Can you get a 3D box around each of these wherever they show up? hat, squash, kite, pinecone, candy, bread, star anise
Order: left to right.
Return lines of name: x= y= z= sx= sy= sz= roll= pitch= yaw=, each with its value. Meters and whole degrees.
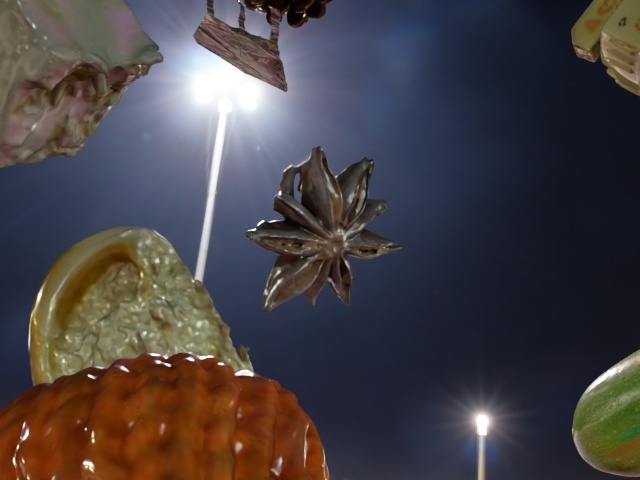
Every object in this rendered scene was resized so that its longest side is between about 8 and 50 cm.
candy: x=-0.278 y=-0.195 z=0.715 sx=0.185 sy=0.195 sz=0.137 roll=-39 pitch=-12 yaw=33
hat: x=-0.100 y=0.289 z=0.446 sx=0.285 sy=0.400 sz=0.285 roll=-10 pitch=-39 yaw=-8
bread: x=-0.250 y=0.181 z=1.133 sx=0.329 sy=0.424 sz=0.245 roll=-40 pitch=-18 yaw=14
kite: x=-0.131 y=-0.349 z=1.246 sx=0.204 sy=0.022 sz=0.360 roll=27 pitch=-8 yaw=-5
pinecone: x=-0.064 y=-0.449 z=1.164 sx=0.208 sy=0.207 sz=0.208 roll=6 pitch=-18 yaw=2
star anise: x=0.000 y=0.000 z=0.782 sx=0.065 sy=0.195 sz=0.182 roll=26 pitch=-19 yaw=49
squash: x=0.248 y=0.113 z=0.510 sx=0.095 sy=0.095 sz=0.188 roll=17 pitch=-40 yaw=-28

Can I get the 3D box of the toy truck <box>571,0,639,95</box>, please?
toy truck: x=0.524 y=-0.362 z=0.950 sx=0.254 sy=0.405 sz=0.180 roll=37 pitch=9 yaw=31
